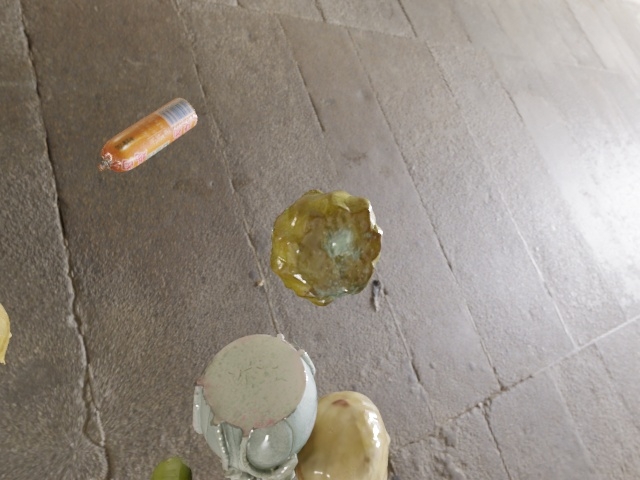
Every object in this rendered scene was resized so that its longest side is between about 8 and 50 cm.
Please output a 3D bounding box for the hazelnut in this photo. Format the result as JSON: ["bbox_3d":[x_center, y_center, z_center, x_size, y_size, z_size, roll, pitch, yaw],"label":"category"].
[{"bbox_3d":[0.057,0.473,0.962,0.242,0.261,0.260,1,66,-16],"label":"hazelnut"}]

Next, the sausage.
[{"bbox_3d":[-0.465,-0.274,1.145,0.093,0.093,0.312,41,51,-6],"label":"sausage"}]

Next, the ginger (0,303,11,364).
[{"bbox_3d":[-0.512,0.128,0.615,0.102,0.216,0.157,-15,79,-45],"label":"ginger"}]

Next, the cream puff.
[{"bbox_3d":[0.000,0.000,0.511,0.147,0.116,0.146,-8,110,-22],"label":"cream puff"}]

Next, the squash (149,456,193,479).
[{"bbox_3d":[-0.265,0.455,0.742,0.084,0.250,0.083,1,87,-14],"label":"squash"}]

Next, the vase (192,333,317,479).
[{"bbox_3d":[-0.127,0.391,0.915,0.250,0.445,0.249,3,46,-3],"label":"vase"}]
